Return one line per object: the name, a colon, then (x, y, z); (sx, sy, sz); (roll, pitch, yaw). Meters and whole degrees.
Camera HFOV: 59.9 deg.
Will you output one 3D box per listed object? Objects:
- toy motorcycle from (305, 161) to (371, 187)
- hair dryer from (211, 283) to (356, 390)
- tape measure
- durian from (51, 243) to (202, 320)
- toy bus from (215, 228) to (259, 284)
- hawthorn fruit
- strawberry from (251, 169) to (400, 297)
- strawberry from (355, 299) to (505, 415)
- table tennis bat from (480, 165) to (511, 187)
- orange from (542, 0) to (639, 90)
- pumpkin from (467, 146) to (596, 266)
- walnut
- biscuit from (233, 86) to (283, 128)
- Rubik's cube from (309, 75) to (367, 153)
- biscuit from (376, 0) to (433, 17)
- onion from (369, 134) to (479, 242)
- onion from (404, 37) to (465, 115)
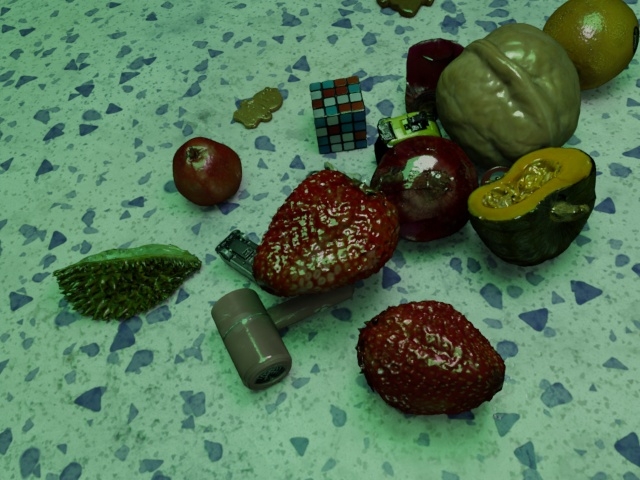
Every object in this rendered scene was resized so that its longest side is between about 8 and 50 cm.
toy motorcycle: (0.066, -0.140, 1.536); (0.151, 0.074, 0.228); (-33, 56, -17)
hair dryer: (-0.058, 0.184, 1.315); (0.353, 0.125, 0.210); (-23, 57, -16)
tape measure: (0.245, -0.275, 1.532); (0.186, 0.199, 0.112); (-18, 74, -4)
durian: (-0.505, 0.100, 1.456); (0.395, 0.163, 0.198); (-12, 16, -6)
toy bus: (-0.171, 0.058, 1.422); (0.194, 0.089, 0.087); (31, 63, 24)
hawthorn fruit: (-0.324, -0.202, 1.541); (0.197, 0.225, 0.196); (-4, 68, 9)
strawberry: (0.000, 0.000, 1.271); (0.351, 0.267, 0.312); (-35, 30, -26)
strawberry: (0.231, 0.244, 1.146); (0.288, 0.238, 0.250); (18, 68, 47)
table tennis bat: (0.462, -0.116, 1.438); (0.098, 0.019, 0.154); (5, 100, 9)
orange: (0.779, -0.577, 1.623); (0.274, 0.274, 0.274); (-4, 56, 5)
pumpkin: (0.520, -0.053, 1.307); (0.325, 0.232, 0.242); (-33, 31, -12)
walnut: (0.498, -0.370, 1.471); (0.381, 0.381, 0.381); (-4, 56, 5)
biscuit: (-0.195, -0.431, 1.797); (0.184, 0.027, 0.133); (-34, 57, -15)
Rubik's cube: (0.054, -0.368, 1.643); (0.151, 0.154, 0.155); (-10, 55, 2)
biscuit: (0.345, -0.942, 2.059); (0.302, 0.043, 0.278); (-26, 57, -10)
onion: (0.258, -0.127, 1.393); (0.276, 0.276, 0.276); (-4, 56, 5)
onion: (0.360, -0.498, 1.657); (0.207, 0.206, 0.216); (3, 57, 10)
